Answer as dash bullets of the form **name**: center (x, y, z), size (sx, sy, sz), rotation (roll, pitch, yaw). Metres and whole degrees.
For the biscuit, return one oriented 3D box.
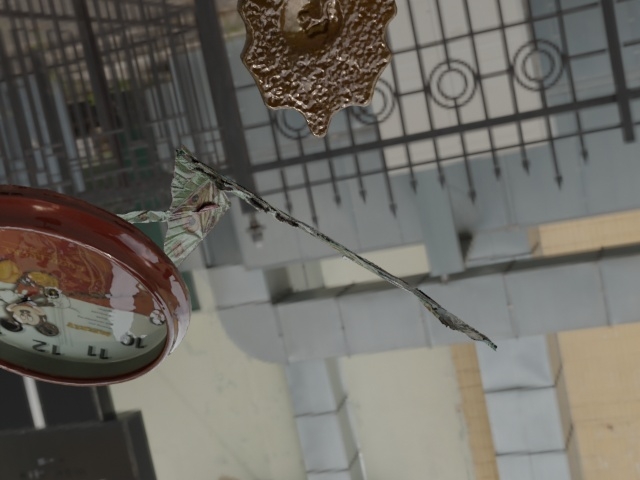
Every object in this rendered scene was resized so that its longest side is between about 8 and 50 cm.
- **biscuit**: center (-0.004, -0.223, 1.000), size (0.182, 0.215, 0.034), rotation (-3, -160, -12)

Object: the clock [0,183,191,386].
- **clock**: center (-0.303, 0.054, 0.999), size (0.319, 0.318, 0.080), rotation (-9, -134, 17)

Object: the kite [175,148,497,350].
- **kite**: center (0.000, 0.000, 0.647), size (0.335, 0.011, 0.314), rotation (31, -179, 35)

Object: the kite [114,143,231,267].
- **kite**: center (-0.227, -0.037, 1.332), size (0.012, 0.229, 0.250), rotation (28, -155, 37)
